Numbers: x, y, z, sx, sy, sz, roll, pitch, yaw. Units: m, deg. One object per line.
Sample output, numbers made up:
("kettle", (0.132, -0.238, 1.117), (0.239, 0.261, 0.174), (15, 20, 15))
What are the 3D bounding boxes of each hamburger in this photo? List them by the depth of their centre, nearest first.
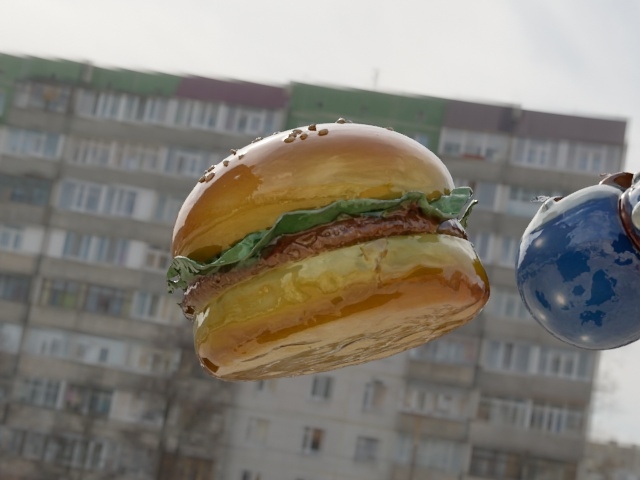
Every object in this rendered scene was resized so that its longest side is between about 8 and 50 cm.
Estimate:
("hamburger", (0.001, 0.000, 1.053), (0.246, 0.170, 0.246), (-14, -16, -4))

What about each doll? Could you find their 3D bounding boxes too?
("doll", (0.293, -0.006, 1.315), (0.257, 0.161, 0.215), (-37, -22, 28))
